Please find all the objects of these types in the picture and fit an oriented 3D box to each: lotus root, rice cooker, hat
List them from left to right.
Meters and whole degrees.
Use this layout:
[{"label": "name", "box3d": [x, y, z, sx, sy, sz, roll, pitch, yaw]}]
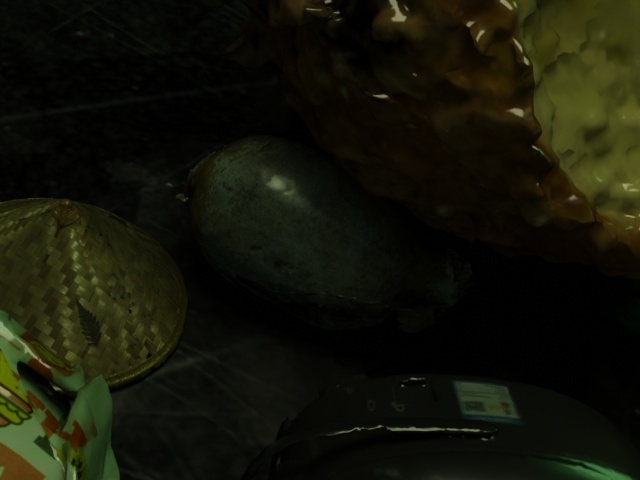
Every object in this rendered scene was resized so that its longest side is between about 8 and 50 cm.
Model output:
[{"label": "hat", "box3d": [-0.133, 0.005, 0.948, 0.146, 0.067, 0.146, 9, 41, -8]}, {"label": "lotus root", "box3d": [-0.001, 0.001, 0.981, 0.165, 0.088, 0.088, 28, 42, 8]}, {"label": "rice cooker", "box3d": [0.058, 0.131, 0.816, 0.203, 0.142, 0.118, 8, 29, -10]}]

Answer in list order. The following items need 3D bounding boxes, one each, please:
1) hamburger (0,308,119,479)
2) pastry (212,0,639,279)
[{"label": "hamburger", "box3d": [-0.197, 0.089, 0.794, 0.214, 0.125, 0.235, -11, 51, -36]}, {"label": "pastry", "box3d": [0.139, -0.137, 0.999, 0.405, 0.292, 0.337, 12, 11, -27]}]
